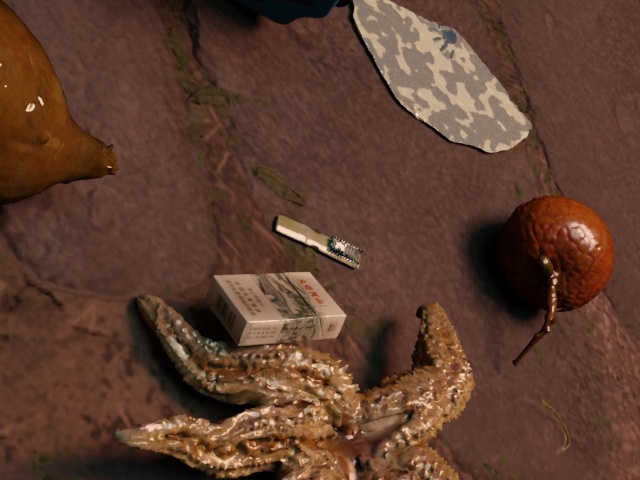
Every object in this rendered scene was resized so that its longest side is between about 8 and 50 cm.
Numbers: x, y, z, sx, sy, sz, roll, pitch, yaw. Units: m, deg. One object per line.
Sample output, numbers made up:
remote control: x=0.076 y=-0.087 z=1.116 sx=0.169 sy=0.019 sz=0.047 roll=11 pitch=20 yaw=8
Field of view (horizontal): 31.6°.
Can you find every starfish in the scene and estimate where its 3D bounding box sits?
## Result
starfish: x=-0.007 y=0.157 z=0.758 sx=0.293 sy=0.084 sz=0.302 roll=7 pitch=54 yaw=-28

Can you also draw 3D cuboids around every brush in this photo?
brush: x=0.000 y=0.000 z=0.897 sx=0.083 sy=0.013 sz=0.016 roll=25 pitch=56 yaw=-27

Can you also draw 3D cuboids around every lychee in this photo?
lychee: x=0.210 y=0.021 z=0.999 sx=0.101 sy=0.114 sz=0.140 roll=-1 pitch=37 yaw=-10

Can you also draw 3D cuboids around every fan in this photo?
fan: x=0.114 y=-0.157 z=1.076 sx=0.240 sy=0.009 sz=0.131 roll=34 pitch=51 yaw=-22

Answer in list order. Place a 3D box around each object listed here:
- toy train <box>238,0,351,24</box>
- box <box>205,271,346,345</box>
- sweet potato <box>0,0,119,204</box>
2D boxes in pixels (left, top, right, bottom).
toy train: x=-0.034 y=-0.314 z=0.837 sx=0.265 sy=0.300 sz=0.188 roll=29 pitch=66 yaw=-10
box: x=-0.031 y=0.046 z=0.779 sx=0.083 sy=0.024 sz=0.054 roll=-1 pitch=33 yaw=-37
sweet potato: x=-0.271 y=-0.114 z=0.633 sx=0.369 sy=0.157 sz=0.158 roll=38 pitch=49 yaw=-26
